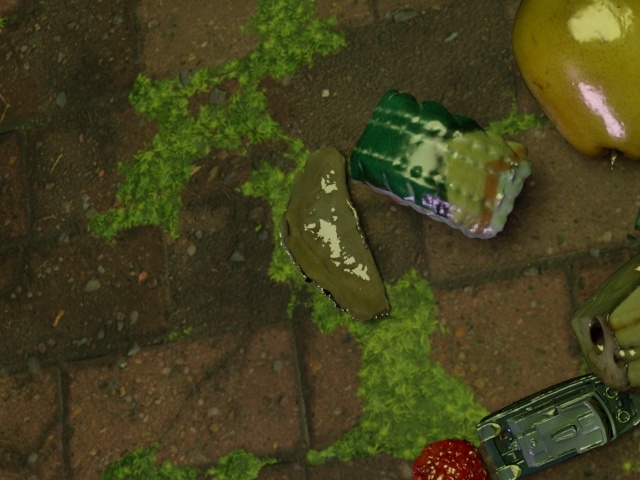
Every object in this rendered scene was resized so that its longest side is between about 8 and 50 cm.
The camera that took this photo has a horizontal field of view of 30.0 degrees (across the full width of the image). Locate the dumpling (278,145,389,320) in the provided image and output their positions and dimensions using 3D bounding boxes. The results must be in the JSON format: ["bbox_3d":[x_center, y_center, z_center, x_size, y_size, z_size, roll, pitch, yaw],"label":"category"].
[{"bbox_3d":[0.003,0.001,2.115,0.166,0.086,0.332,-12,72,-14],"label":"dumpling"}]

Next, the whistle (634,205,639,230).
[{"bbox_3d":[0.551,-0.105,1.935,0.039,0.039,0.186,15,84,24],"label":"whistle"}]

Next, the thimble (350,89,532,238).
[{"bbox_3d":[0.199,-0.121,1.965,0.288,0.254,0.167,26,91,24],"label":"thimble"}]

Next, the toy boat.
[{"bbox_3d":[0.395,0.281,1.875,0.296,0.122,0.114,-25,96,13],"label":"toy boat"}]

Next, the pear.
[{"bbox_3d":[0.452,-0.294,1.888,0.285,0.285,0.336,-24,70,16],"label":"pear"}]

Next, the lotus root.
[{"bbox_3d":[0.539,0.100,1.842,0.314,0.142,0.210,-30,83,-9],"label":"lotus root"}]

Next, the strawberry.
[{"bbox_3d":[0.229,0.405,1.941,0.121,0.082,0.188,-43,64,6],"label":"strawberry"}]
